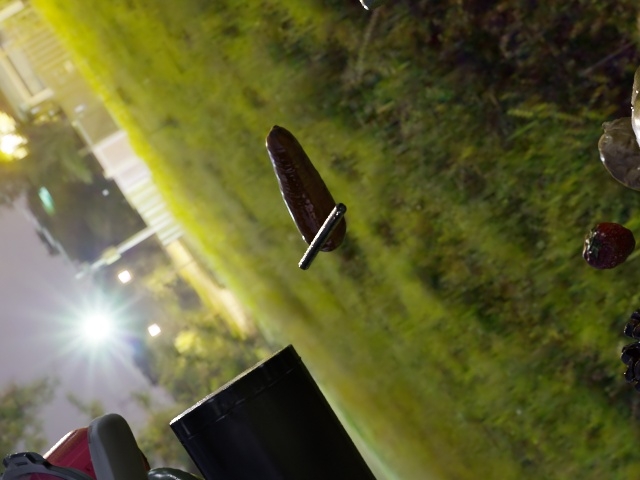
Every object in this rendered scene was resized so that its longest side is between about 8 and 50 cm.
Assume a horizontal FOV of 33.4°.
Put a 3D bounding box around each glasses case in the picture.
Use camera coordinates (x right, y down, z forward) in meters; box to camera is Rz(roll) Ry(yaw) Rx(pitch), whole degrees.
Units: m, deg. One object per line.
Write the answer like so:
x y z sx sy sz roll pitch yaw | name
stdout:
-0.251 0.300 1.356 0.063 0.041 0.164 -10 -100 -61 | glasses case

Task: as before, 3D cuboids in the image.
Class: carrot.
-0.024 -0.067 1.268 0.271 0.062 0.066 63 -144 -52 | carrot

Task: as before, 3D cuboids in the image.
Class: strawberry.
0.575 0.012 2.127 0.106 0.106 0.106 56 172 12 | strawberry

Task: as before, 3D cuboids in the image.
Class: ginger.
0.482 -0.179 1.593 0.131 0.294 0.086 28 141 -6 | ginger

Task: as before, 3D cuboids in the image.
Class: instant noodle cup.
-0.400 0.436 1.830 0.181 0.258 0.302 -55 -43 -57 | instant noodle cup

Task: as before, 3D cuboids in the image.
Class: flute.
0.000 0.000 1.165 0.014 0.014 0.269 57 165 7 | flute

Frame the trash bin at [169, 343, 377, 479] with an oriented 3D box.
-0.042 0.321 1.472 0.301 0.203 0.252 56 173 3 | trash bin

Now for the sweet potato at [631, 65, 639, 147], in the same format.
0.414 -0.137 1.169 0.158 0.157 0.370 59 -158 -9 | sweet potato

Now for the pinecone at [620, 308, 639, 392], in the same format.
0.463 0.146 1.320 0.208 0.207 0.208 56 172 12 | pinecone

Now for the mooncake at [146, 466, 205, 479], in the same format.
-0.228 0.443 1.664 0.104 0.168 0.175 63 -173 -63 | mooncake

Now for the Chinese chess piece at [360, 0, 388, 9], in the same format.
0.106 -0.434 1.846 0.034 0.084 0.084 56 172 3 | Chinese chess piece
